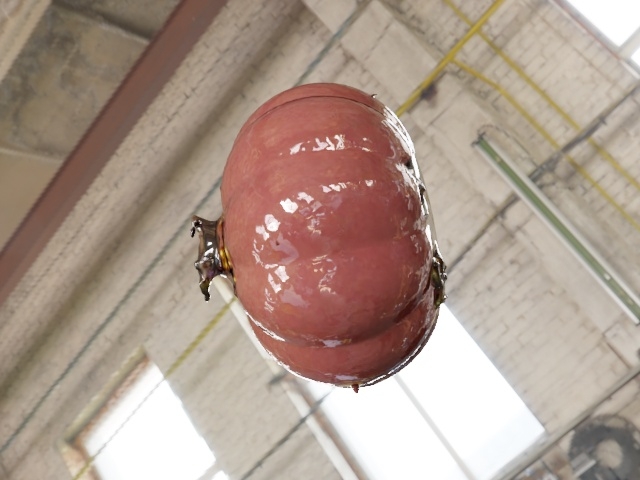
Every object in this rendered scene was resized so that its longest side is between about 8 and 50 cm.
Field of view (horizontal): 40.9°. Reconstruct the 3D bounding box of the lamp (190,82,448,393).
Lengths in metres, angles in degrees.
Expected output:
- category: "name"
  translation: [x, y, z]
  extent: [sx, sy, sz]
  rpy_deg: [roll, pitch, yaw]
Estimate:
- category: "lamp"
  translation: [0.000, 0.000, 0.506]
  extent: [0.140, 0.182, 0.182]
  rpy_deg: [-11, -23, 9]
